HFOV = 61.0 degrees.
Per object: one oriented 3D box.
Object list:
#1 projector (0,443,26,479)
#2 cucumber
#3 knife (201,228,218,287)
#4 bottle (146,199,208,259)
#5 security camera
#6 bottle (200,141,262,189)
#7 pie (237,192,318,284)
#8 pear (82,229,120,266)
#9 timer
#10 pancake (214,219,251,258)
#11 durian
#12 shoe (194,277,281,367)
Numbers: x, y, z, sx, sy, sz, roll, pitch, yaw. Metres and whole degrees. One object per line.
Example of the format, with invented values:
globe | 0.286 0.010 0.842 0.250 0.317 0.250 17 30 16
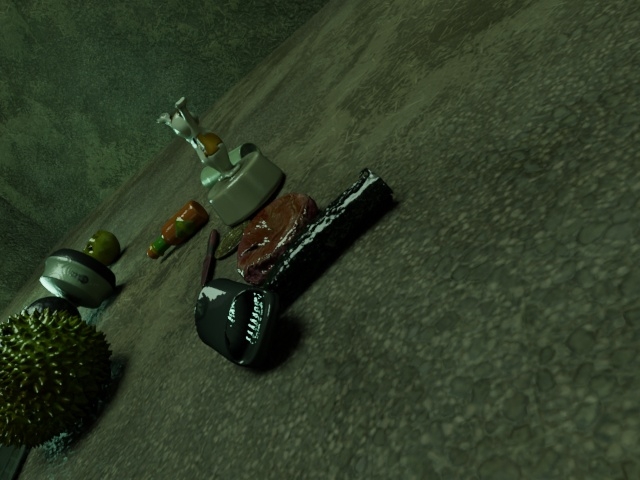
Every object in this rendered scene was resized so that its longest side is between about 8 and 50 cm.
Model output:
projector | -0.663 0.468 1.104 0.115 0.061 0.147 -39 25 11
cucumber | 0.000 -0.001 0.785 0.245 0.067 0.067 -43 24 6
knife | -0.238 0.035 1.150 0.035 0.018 0.247 -52 20 20
bottle | -0.374 -0.021 1.404 0.187 0.069 0.069 -41 25 13
security camera | -0.703 0.180 1.474 0.191 0.197 0.277 -31 32 54
bottle | -0.242 -0.196 1.457 0.201 0.072 0.072 -19 35 46
pie | -0.077 -0.007 0.930 0.182 0.049 0.182 -35 32 25
pear | -0.738 0.039 1.844 0.141 0.104 0.141 -60 6 10
timer | -0.228 -0.182 1.166 0.175 0.266 0.175 -36 22 17
pancake | -0.182 -0.004 1.136 0.115 0.011 0.115 -36 26 21
durian | -0.521 0.255 1.042 0.291 0.224 0.291 -174 90 -70
shoe | -0.136 0.106 0.762 0.241 0.093 0.108 5 80 65
